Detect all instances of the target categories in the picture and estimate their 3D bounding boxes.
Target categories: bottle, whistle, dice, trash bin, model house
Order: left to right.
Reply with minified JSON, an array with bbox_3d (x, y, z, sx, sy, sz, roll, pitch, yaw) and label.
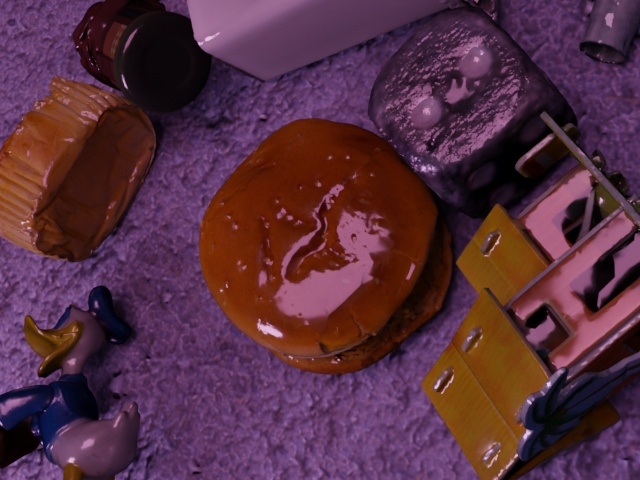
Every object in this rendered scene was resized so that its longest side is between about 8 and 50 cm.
[{"bbox_3d":[-0.249,-0.268,1.668,0.271,0.156,0.143,33,104,58],"label":"bottle"},{"bbox_3d":[0.019,-0.350,1.540,0.367,0.255,0.296,-24,71,25],"label":"trash bin"},{"bbox_3d":[0.179,-0.147,1.426,0.183,0.182,0.181,-44,63,9],"label":"dice"},{"bbox_3d":[0.216,0.073,1.259,0.323,0.340,0.300,-43,60,13],"label":"model house"},{"bbox_3d":[0.388,-0.364,1.458,0.062,0.062,0.312,18,83,29],"label":"whistle"}]

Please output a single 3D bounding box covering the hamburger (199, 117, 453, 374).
[{"bbox_3d":[0.000,0.000,1.479,0.314,0.170,0.290,40,88,31],"label":"hamburger"}]

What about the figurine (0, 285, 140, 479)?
[{"bbox_3d":[-0.335,0.222,1.606,0.283,0.204,0.338,-4,61,32],"label":"figurine"}]

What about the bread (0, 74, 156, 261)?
[{"bbox_3d":[-0.348,-0.097,1.669,0.133,0.179,0.250,25,85,33],"label":"bread"}]
